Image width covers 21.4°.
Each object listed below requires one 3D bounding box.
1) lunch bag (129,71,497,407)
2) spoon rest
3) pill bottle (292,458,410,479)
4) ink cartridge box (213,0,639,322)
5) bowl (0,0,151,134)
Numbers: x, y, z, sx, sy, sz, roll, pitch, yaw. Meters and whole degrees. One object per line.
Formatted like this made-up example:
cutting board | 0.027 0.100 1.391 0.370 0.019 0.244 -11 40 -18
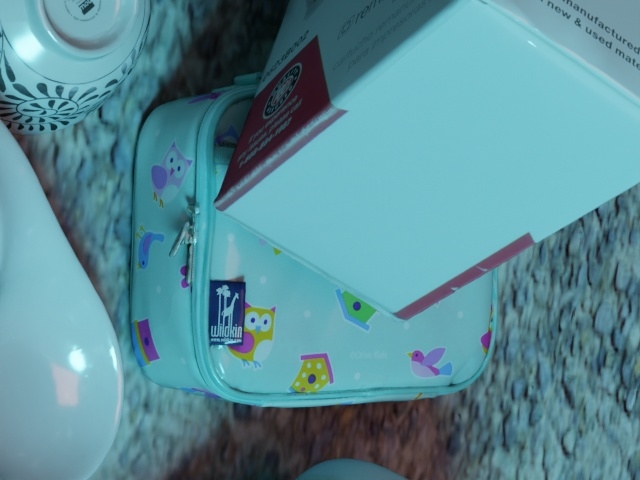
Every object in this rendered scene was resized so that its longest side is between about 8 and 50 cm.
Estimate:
lunch bag | 0.000 0.000 1.184 0.279 0.108 0.224 3 91 -38
spoon rest | -0.193 0.032 1.043 0.137 0.084 0.276 -36 113 -46
pill bottle | -0.068 0.338 1.077 0.408 0.229 0.229 -35 113 -31
ink cartridge box | 0.110 -0.182 1.071 0.160 0.279 0.384 31 53 -18
bowl | -0.165 -0.151 1.063 0.170 0.080 0.170 -3 95 -39
